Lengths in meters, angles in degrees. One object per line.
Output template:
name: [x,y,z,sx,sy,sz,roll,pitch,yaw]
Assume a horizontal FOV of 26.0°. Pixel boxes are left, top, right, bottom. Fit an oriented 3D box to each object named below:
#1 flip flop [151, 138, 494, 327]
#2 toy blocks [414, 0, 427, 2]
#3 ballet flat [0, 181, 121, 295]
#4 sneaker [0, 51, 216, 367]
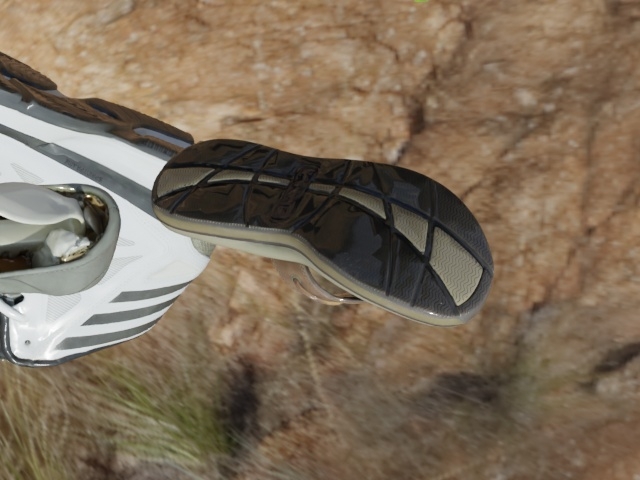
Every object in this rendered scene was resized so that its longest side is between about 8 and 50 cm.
flip flop: [0.000,0.000,1.004,0.112,0.277,0.080,-56,147,-34]
toy blocks: [0.188,-0.288,0.994,0.261,0.381,0.190,-5,79,0]
ballet flat: [-0.206,-0.005,0.714,0.213,0.068,0.072,-3,60,-28]
sneaker: [-0.285,-0.020,1.193,0.447,0.169,0.257,22,102,-37]
